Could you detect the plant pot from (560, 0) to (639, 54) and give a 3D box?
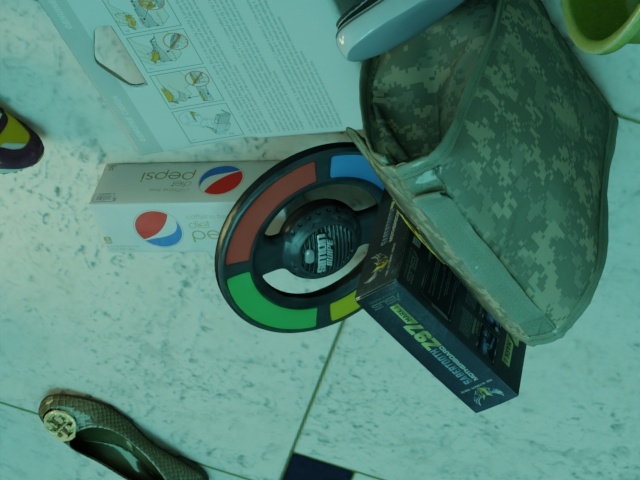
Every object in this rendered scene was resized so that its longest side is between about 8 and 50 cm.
[{"bbox_3d":[0.352,-0.256,1.178,0.254,0.276,0.276,9,136,-10],"label":"plant pot"}]

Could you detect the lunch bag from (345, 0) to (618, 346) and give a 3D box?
[{"bbox_3d":[0.144,-0.073,1.366,0.169,0.287,0.235,-20,126,30],"label":"lunch bag"}]

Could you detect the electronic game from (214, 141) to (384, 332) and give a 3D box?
[{"bbox_3d":[0.000,0.000,1.573,0.229,0.048,0.229,-16,131,-19],"label":"electronic game"}]

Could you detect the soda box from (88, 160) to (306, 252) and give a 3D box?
[{"bbox_3d":[-0.129,-0.035,1.630,0.216,0.069,0.074,0,133,16],"label":"soda box"}]

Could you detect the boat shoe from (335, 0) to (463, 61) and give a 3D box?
[{"bbox_3d":[0.094,-0.237,1.295,0.076,0.228,0.080,52,171,12],"label":"boat shoe"}]

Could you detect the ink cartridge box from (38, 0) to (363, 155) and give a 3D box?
[{"bbox_3d":[-0.099,-0.201,1.415,0.261,0.066,0.296,-5,145,18],"label":"ink cartridge box"}]

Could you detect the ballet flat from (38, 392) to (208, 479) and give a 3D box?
[{"bbox_3d":[-0.252,0.275,1.970,0.250,0.058,0.084,35,131,-18],"label":"ballet flat"}]

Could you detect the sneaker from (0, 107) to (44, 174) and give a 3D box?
[{"bbox_3d":[-0.371,-0.134,1.598,0.186,0.069,0.084,22,140,-7],"label":"sneaker"}]

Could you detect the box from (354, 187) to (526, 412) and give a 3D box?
[{"bbox_3d":[0.131,0.023,1.499,0.059,0.232,0.183,-28,121,37],"label":"box"}]
